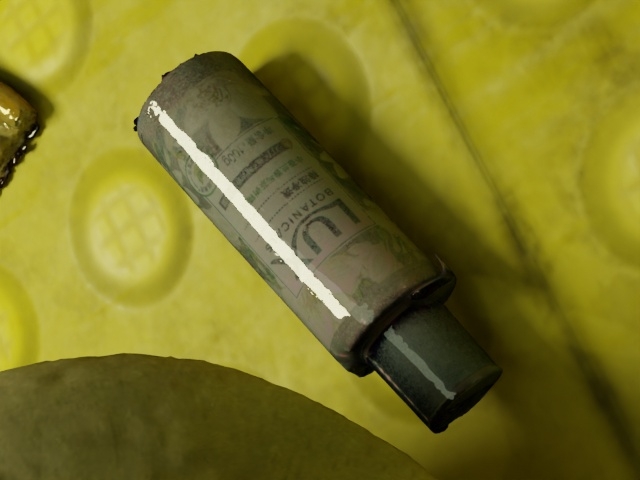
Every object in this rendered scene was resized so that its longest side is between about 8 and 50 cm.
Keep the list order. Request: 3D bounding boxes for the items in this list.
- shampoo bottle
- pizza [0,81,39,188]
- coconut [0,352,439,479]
[{"bbox_3d":[0.000,0.000,0.841,0.214,0.072,0.072,47,118,21],"label":"shampoo bottle"},{"bbox_3d":[-0.229,-0.057,1.008,0.160,0.036,0.099,11,101,33],"label":"pizza"},{"bbox_3d":[-0.082,0.251,0.709,0.345,0.415,0.415,7,100,-1],"label":"coconut"}]
